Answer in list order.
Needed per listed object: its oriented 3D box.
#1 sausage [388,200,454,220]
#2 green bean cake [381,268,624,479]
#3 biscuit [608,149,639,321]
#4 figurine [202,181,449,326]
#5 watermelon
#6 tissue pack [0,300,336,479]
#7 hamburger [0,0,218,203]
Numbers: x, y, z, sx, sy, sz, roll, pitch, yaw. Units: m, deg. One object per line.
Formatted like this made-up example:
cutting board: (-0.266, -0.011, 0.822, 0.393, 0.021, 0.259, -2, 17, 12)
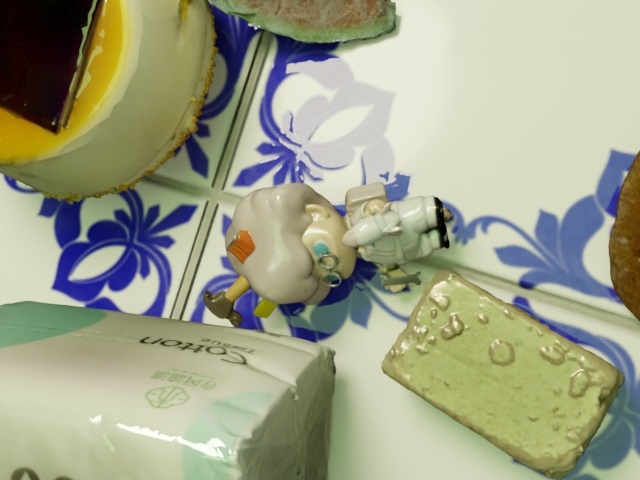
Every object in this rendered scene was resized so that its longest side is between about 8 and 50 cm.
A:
sausage: (0.076, -0.029, 0.762, 0.100, 0.015, 0.015, 7, 86, 15)
green bean cake: (0.154, 0.111, 0.692, 0.179, 0.085, 0.109, 32, 92, 17)
biscuit: (0.344, 0.000, 0.591, 0.257, 0.049, 0.273, 44, 141, 20)
figurine: (0.000, 0.000, 0.730, 0.228, 0.137, 0.112, -11, 50, 10)
watermelon: (-0.009, -0.262, 0.748, 0.187, 0.139, 0.071, 8, 50, -14)
tissue pack: (-0.187, 0.169, 0.675, 0.356, 0.266, 0.194, 6, 99, 15)
hamburger: (-0.230, -0.182, 0.774, 0.276, 0.179, 0.294, 21, 97, 25)
